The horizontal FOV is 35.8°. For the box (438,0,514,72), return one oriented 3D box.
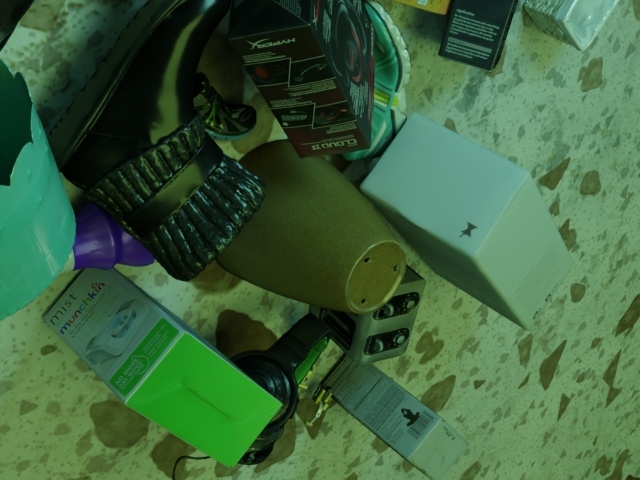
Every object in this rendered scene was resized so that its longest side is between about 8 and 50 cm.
[{"bbox_3d":[0.260,-0.364,1.580,0.156,0.093,0.158,-49,156,-69],"label":"box"}]

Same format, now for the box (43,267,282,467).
[{"bbox_3d":[-0.221,0.174,1.391,0.126,0.231,0.262,-50,138,-7],"label":"box"}]

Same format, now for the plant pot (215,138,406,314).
[{"bbox_3d":[0.000,0.000,1.482,0.237,0.254,0.237,-23,128,-34],"label":"plant pot"}]

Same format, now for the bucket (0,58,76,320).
[{"bbox_3d":[-0.404,-0.047,1.052,0.281,0.281,0.183,-37,143,-22],"label":"bucket"}]

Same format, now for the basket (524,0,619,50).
[{"bbox_3d":[0.455,-0.442,1.763,0.113,0.103,0.167,34,89,-49],"label":"basket"}]

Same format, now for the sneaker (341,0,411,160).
[{"bbox_3d":[0.072,-0.240,1.522,0.110,0.107,0.275,-22,129,-22],"label":"sneaker"}]

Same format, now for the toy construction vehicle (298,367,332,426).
[{"bbox_3d":[-0.023,0.280,1.782,0.086,0.035,0.098,31,95,-29],"label":"toy construction vehicle"}]

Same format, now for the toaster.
[{"bbox_3d":[0.074,0.092,1.683,0.110,0.186,0.168,-14,131,-36],"label":"toaster"}]

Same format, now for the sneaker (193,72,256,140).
[{"bbox_3d":[-0.157,-0.186,1.354,0.188,0.067,0.078,8,114,-43],"label":"sneaker"}]

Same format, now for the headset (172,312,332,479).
[{"bbox_3d":[-0.095,0.289,1.574,0.394,0.185,0.243,-45,167,-33],"label":"headset"}]

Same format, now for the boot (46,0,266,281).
[{"bbox_3d":[-0.157,-0.147,1.237,0.260,0.131,0.348,38,99,-10],"label":"boot"}]

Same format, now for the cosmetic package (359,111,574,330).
[{"bbox_3d":[0.264,-0.018,1.685,0.161,0.230,0.453,-55,152,-3],"label":"cosmetic package"}]

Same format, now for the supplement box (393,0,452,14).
[{"bbox_3d":[0.103,-0.397,1.468,0.233,0.078,0.080,-1,115,-45],"label":"supplement box"}]

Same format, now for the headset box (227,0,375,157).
[{"bbox_3d":[-0.010,-0.264,1.312,0.293,0.110,0.218,56,32,-56],"label":"headset box"}]

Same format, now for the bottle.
[{"bbox_3d":[-0.241,-0.025,1.353,0.283,0.092,0.118,-21,128,-34],"label":"bottle"}]

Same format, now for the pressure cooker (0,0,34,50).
[{"bbox_3d":[-0.407,-0.308,0.817,0.370,0.375,0.420,-34,140,11],"label":"pressure cooker"}]

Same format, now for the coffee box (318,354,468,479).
[{"bbox_3d":[0.132,0.318,1.812,0.098,0.246,0.141,-50,138,-7],"label":"coffee box"}]
